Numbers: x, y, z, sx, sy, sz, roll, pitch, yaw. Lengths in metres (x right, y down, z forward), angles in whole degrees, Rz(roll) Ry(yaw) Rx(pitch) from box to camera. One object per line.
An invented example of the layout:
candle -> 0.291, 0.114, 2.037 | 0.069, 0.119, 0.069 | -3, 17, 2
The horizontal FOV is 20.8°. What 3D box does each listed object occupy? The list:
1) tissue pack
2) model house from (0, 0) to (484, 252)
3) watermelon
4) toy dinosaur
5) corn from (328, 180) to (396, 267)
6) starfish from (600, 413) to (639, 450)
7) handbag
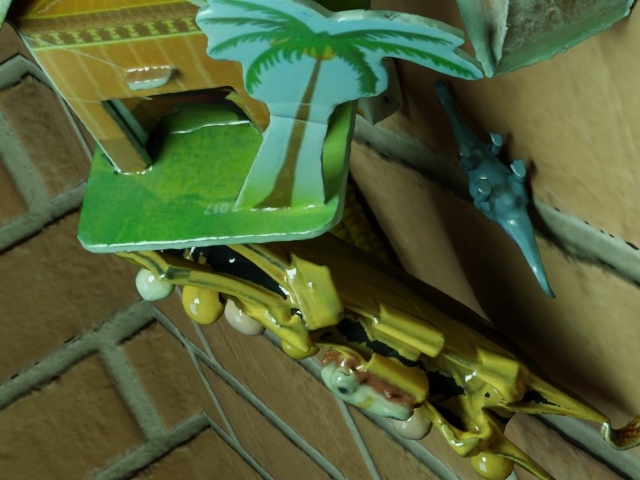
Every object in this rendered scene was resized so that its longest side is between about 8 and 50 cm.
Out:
tissue pack -> 0.031, -0.146, 1.498 | 0.083, 0.042, 0.062 | 45, 158, 41
model house -> -0.052, -0.202, 1.157 | 0.323, 0.340, 0.300 | 58, -147, -52
watermelon -> 0.124, -0.220, 0.996 | 0.241, 0.094, 0.154 | 101, 145, -67
toy dinosaur -> 0.137, -0.044, 1.361 | 0.197, 0.045, 0.080 | 62, 180, 12
corn -> 0.000, 0.000, 1.761 | 0.363, 0.120, 0.120 | 57, 166, -11
starfish -> 0.245, 0.035, 1.004 | 0.057, 0.213, 0.238 | 35, 128, -2
handbag -> 0.017, 0.067, 1.434 | 0.401, 0.133, 0.283 | 30, 179, -20
